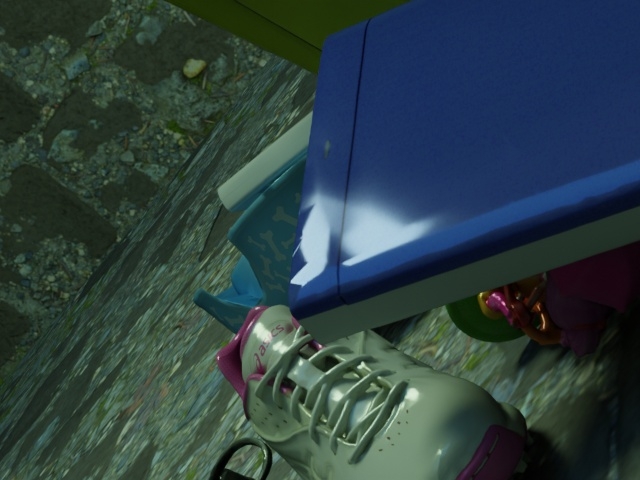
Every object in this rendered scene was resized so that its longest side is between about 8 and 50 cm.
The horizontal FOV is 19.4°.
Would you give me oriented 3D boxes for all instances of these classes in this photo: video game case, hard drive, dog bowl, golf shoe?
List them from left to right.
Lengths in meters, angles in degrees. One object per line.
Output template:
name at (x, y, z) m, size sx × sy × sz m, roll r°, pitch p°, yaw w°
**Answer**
dog bowl at (0.000, 0.000, 1.450) m, size 0.166 × 0.074 × 0.297 m, roll -36°, pitch -9°, yaw -25°
golf shoe at (0.016, 0.102, 1.044) m, size 0.115 × 0.140 × 0.306 m, roll -53°, pitch 11°, yaw -9°
video game case at (0.056, -0.097, 1.489) m, size 0.227 × 0.026 × 0.206 m, roll -38°, pitch -16°, yaw 34°
hard drive at (0.135, -0.080, 0.929) m, size 0.319 × 0.040 × 0.210 m, roll -20°, pitch 41°, yaw 27°

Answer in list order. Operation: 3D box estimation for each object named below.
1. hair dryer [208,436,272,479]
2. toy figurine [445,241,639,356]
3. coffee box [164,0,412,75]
hair dryer at (-0.128, 0.252, 1.181) m, size 0.293 × 0.080 × 0.223 m, roll -62°, pitch -4°, yaw -12°
toy figurine at (0.123, 0.004, 0.999) m, size 0.159 × 0.130 × 0.173 m, roll -124°, pitch 34°, yaw -66°
coffee box at (0.026, -0.318, 1.194) m, size 0.337 × 0.338 × 0.334 m, roll -67°, pitch -9°, yaw 22°
